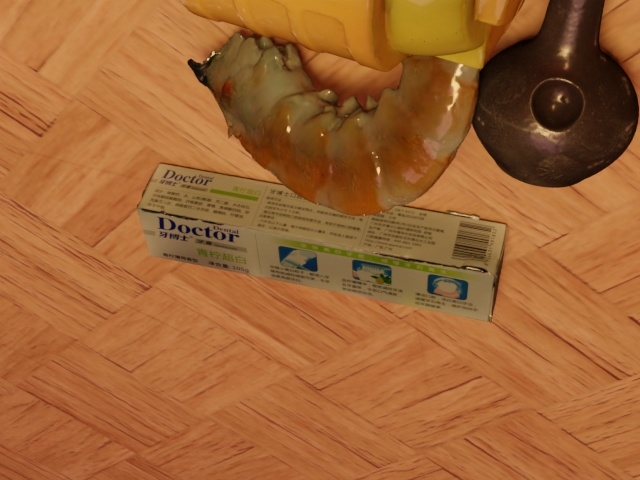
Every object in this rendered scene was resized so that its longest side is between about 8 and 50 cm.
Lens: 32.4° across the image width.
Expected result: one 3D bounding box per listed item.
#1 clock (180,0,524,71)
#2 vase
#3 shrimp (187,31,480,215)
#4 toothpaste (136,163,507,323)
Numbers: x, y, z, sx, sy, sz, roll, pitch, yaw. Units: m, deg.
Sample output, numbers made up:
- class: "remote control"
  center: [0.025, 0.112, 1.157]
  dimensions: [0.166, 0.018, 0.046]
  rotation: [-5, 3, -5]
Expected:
- class: "clock"
  center: [0.017, -0.267, 0.577]
  dimensions: [0.244, 0.200, 0.317]
  rotation: [17, 132, 17]
- class: "vase"
  center: [0.170, -0.130, 0.768]
  dimensions: [0.120, 0.120, 0.182]
  rotation: [12, 125, 9]
- class: "shrimp"
  center: [0.029, -0.112, 0.813]
  dimensions: [0.287, 0.068, 0.185]
  rotation: [-28, 87, 47]
- class: "toothpaste"
  center: [0.000, 0.000, 1.029]
  dimensions: [0.337, 0.067, 0.081]
  rotation: [11, 143, 11]
